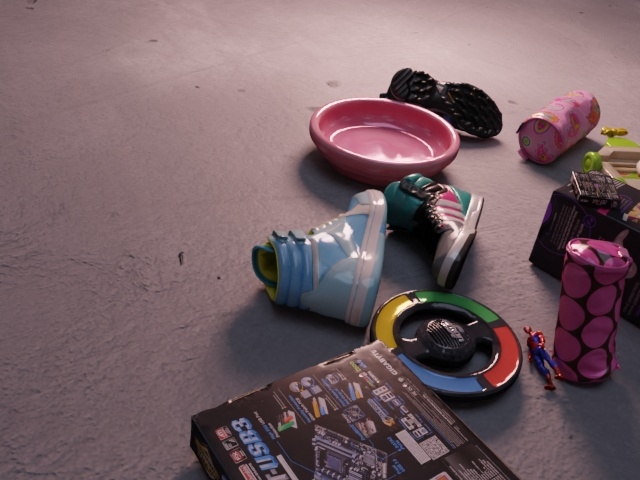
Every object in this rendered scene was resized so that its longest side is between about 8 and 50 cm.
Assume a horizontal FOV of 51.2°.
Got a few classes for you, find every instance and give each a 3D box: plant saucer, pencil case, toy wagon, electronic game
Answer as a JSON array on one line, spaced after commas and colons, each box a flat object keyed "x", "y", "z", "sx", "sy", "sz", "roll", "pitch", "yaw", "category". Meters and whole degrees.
[{"x": 0.138, "y": -0.215, "z": 1.484, "sx": 0.333, "sy": 0.084, "sz": 0.332, "roll": 4, "pitch": 35, "yaw": -3, "category": "plant saucer"}, {"x": 0.583, "y": -0.279, "z": 1.631, "sx": 0.124, "sy": 0.124, "sz": 0.284, "roll": 29, "pitch": 41, "yaw": 27, "category": "pencil case"}, {"x": 0.739, "y": -0.155, "z": 1.525, "sx": 0.268, "sy": 0.068, "sz": 0.344, "roll": 2, "pitch": 35, "yaw": -9, "category": "toy wagon"}, {"x": 0.398, "y": 0.102, "z": 0.974, "sx": 0.098, "sy": 0.209, "sz": 0.095, "roll": 5, "pitch": 28, "yaw": 16, "category": "pencil case"}, {"x": 0.188, "y": 0.151, "z": 1.004, "sx": 0.230, "sy": 0.048, "sz": 0.229, "roll": 5, "pitch": 35, "yaw": -3, "category": "electronic game"}]

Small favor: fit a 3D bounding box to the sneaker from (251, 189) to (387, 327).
[{"x": 0.000, "y": 0.000, "z": 1.118, "sx": 0.208, "sy": 0.127, "sz": 0.319, "roll": 10, "pitch": 34, "yaw": 1, "category": "sneaker"}]

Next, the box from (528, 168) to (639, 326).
[{"x": 0.531, "y": 0.016, "z": 1.156, "sx": 0.143, "sy": 0.165, "sz": 0.270, "roll": -24, "pitch": 46, "yaw": -36, "category": "box"}]

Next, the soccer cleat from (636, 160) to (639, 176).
[{"x": 0.736, "y": -0.183, "z": 1.436, "sx": 0.068, "sy": 0.076, "sz": 0.196, "roll": 31, "pitch": 41, "yaw": 30, "category": "soccer cleat"}]

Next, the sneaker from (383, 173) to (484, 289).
[{"x": 0.186, "y": -0.031, "z": 1.192, "sx": 0.179, "sy": 0.123, "sz": 0.295, "roll": 20, "pitch": 29, "yaw": 9, "category": "sneaker"}]

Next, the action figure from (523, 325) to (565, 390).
[{"x": 0.332, "y": 0.171, "z": 1.011, "sx": 0.030, "sy": 0.038, "sz": 0.115, "roll": 17, "pitch": 33, "yaw": -17, "category": "action figure"}]

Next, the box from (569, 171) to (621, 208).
[{"x": 0.464, "y": -0.086, "z": 1.130, "sx": 0.067, "sy": 0.018, "sz": 0.083, "roll": 7, "pitch": 35, "yaw": 4, "category": "box"}]

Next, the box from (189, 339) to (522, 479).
[{"x": 0.042, "y": 0.272, "z": 0.785, "sx": 0.294, "sy": 0.073, "sz": 0.295, "roll": -18, "pitch": 43, "yaw": -31, "category": "box"}]

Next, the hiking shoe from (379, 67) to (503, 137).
[{"x": 0.306, "y": -0.336, "z": 1.661, "sx": 0.304, "sy": 0.113, "sz": 0.132, "roll": 23, "pitch": -8, "yaw": -7, "category": "hiking shoe"}]
